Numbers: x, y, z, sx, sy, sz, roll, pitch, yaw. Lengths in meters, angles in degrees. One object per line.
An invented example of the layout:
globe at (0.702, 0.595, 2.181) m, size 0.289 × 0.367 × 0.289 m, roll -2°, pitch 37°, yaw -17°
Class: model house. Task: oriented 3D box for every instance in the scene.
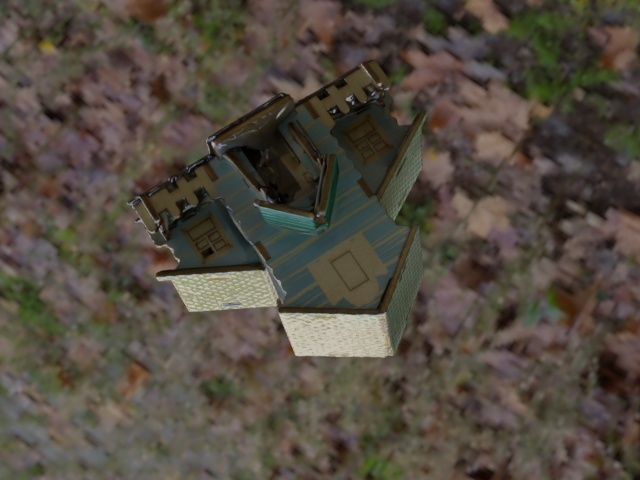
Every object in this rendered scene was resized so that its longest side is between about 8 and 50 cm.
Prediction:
model house at (0.000, 0.000, 1.298) m, size 0.206 × 0.271 × 0.178 m, roll 57°, pitch 171°, yaw 18°
